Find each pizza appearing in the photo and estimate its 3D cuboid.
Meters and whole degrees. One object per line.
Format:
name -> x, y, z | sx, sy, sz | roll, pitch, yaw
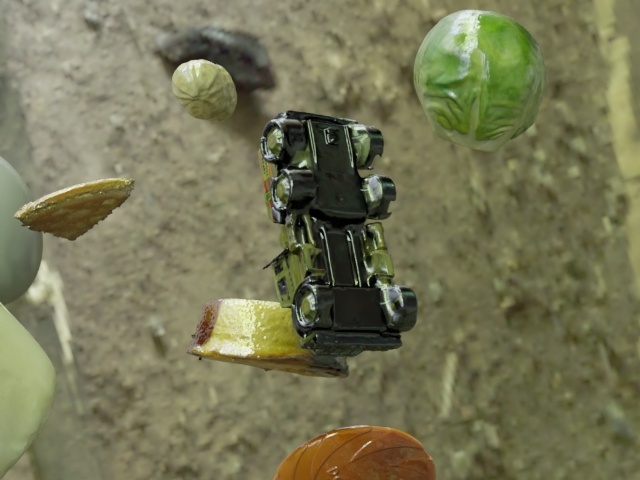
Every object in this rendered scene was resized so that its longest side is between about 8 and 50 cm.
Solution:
pizza -> -0.229, -0.031, 1.282 | 0.099, 0.100, 0.029 | -4, 63, -47

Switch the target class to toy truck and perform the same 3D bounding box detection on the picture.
toy truck -> 0.003, 0.000, 1.473 | 0.127, 0.127, 0.257 | 4, 59, -33

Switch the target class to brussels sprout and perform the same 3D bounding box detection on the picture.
brussels sprout -> 0.165, -0.171, 1.542 | 0.117, 0.155, 0.155 | -11, 83, -59

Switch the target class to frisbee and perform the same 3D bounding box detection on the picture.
frisbee -> 0.038, 0.285, 1.629 | 0.192, 0.192, 0.035 | 53, 15, -37

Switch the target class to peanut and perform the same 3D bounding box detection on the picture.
peanut -> -0.160, -0.209, 2.036 | 0.187, 0.082, 0.082 | -17, 89, -85

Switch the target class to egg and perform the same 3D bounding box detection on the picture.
egg -> -0.426, -0.018, 1.746 | 0.232, 0.176, 0.176 | 45, 12, 26

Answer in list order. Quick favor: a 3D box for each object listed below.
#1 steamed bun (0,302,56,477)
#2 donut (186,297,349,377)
steamed bun -> -0.493, 0.131, 1.524 | 0.371, 0.456, 0.290 | 45, 53, -26
donut -> -0.055, 0.107, 1.578 | 0.184, 0.166, 0.073 | 14, 78, -32
